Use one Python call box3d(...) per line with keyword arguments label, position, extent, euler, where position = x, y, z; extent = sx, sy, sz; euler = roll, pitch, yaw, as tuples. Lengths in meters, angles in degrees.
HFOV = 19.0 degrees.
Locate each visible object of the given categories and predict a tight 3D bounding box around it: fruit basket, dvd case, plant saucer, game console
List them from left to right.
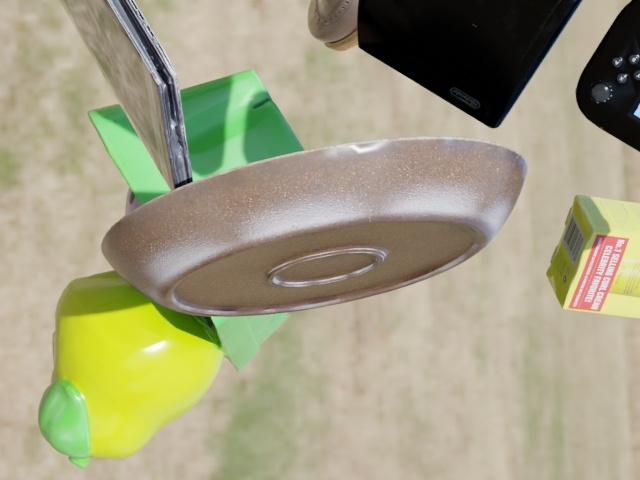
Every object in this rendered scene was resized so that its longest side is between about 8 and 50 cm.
box3d(label="dvd case", position=(-0.144, -0.149, 1.265), extent=(0.221, 0.018, 0.164), euler=(59, -12, 22))
box3d(label="fruit basket", position=(-0.162, 0.036, 1.930), extent=(0.283, 0.392, 0.392), euler=(59, 7, 11))
box3d(label="plant saucer", position=(0.000, 0.000, 1.367), extent=(0.310, 0.311, 0.050), euler=(48, 30, -73))
box3d(label="game console", position=(0.215, -0.138, 1.301), extent=(0.213, 0.361, 0.044), euler=(-59, -179, 30))

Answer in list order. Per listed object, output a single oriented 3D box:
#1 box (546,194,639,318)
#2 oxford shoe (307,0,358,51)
box3d(label="box", position=(0.315, 0.023, 1.614), extent=(0.058, 0.232, 0.087), euler=(-106, -151, -55))
box3d(label="oxford shoe", position=(0.024, -0.322, 2.014), extent=(0.363, 0.133, 0.130), euler=(118, -23, -60))
